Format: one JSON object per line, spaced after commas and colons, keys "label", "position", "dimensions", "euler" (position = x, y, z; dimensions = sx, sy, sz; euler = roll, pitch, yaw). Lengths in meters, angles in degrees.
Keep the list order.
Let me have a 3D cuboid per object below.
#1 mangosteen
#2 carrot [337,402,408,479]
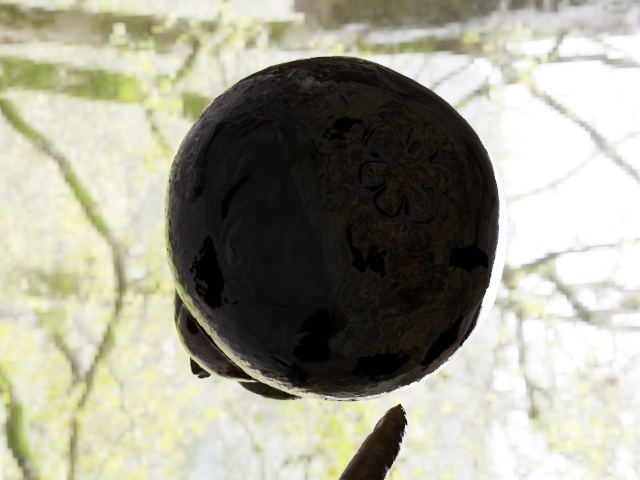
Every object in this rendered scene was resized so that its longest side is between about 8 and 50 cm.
{"label": "mangosteen", "position": [0.014, 0.000, 1.277], "dimensions": [0.313, 0.297, 0.296], "euler": [82, 4, -65]}
{"label": "carrot", "position": [0.044, 0.322, 1.888], "dimensions": [0.066, 0.066, 0.314], "euler": [88, 27, -49]}
